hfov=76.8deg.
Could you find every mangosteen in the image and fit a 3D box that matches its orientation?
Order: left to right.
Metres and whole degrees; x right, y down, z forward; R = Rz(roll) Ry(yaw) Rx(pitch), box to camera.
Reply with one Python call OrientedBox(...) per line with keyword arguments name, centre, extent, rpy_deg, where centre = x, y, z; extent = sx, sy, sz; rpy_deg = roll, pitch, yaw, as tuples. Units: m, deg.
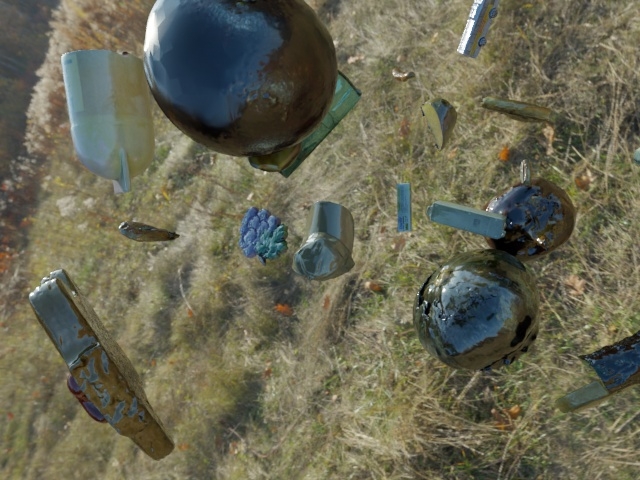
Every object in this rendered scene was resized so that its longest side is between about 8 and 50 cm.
OrientedBox(name="mangosteen", centre=(-0.130, -0.276, 0.687), extent=(0.330, 0.330, 0.330), rpy_deg=(-22, 59, 43))

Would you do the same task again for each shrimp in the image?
OrientedBox(name="shrimp", centre=(-0.552, -0.029, 1.315), extent=(0.042, 0.190, 0.101), rpy_deg=(-61, 39, 27))

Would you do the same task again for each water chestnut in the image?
OrientedBox(name="water chestnut", centre=(0.783, -0.064, 1.518), extent=(0.335, 0.335, 0.347), rpy_deg=(-52, 2, 23))

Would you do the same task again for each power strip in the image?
OrientedBox(name="power strip", centre=(0.498, -0.074, 1.380), extent=(0.272, 0.052, 0.078), rpy_deg=(20, 115, 33))

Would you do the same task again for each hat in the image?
OrientedBox(name="hat", centre=(0.000, 0.000, 1.043), extent=(0.166, 0.144, 0.173), rpy_deg=(8, 125, 21))

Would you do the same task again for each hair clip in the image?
OrientedBox(name="hair clip", centre=(-0.140, -0.009, 0.978), extent=(0.195, 0.052, 0.124), rpy_deg=(35, 94, 44))

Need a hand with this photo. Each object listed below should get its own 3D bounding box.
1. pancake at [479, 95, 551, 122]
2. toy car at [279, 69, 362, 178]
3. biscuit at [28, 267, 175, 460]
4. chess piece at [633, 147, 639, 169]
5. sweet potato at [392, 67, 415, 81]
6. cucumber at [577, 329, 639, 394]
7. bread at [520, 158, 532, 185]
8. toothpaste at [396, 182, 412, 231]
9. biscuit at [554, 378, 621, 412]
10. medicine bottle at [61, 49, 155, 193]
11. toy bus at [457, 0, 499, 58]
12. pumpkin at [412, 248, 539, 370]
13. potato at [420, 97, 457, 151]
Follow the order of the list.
OrientedBox(name="pancake", centre=(0.777, -0.522, 1.619), extent=(0.266, 0.244, 0.057), rpy_deg=(21, 107, 17))
OrientedBox(name="toy car", centre=(-0.037, -0.314, 1.096), extent=(0.320, 0.141, 0.097), rpy_deg=(-42, 27, 23))
OrientedBox(name="biscuit", centre=(-0.423, 0.214, 0.751), extent=(0.076, 0.368, 0.394), rpy_deg=(-34, 27, -26))
OrientedBox(name="chess piece", centre=(0.969, -0.156, 1.090), extent=(0.133, 0.243, 0.133), rpy_deg=(-35, 14, 10))
OrientedBox(name="sweet potato", centre=(0.290, -0.585, 1.433), extent=(0.044, 0.044, 0.179), rpy_deg=(-55, 27, 19))
OrientedBox(name="cucumber", centre=(0.588, 0.152, 0.662), extent=(0.303, 0.072, 0.081), rpy_deg=(-32, 59, 9))
OrientedBox(name="bread", centre=(0.713, -0.234, 1.398), extent=(0.036, 0.047, 0.083), rpy_deg=(-2, 78, 39))
OrientedBox(name="toothpaste", centre=(0.280, -0.112, 1.354), extent=(0.046, 0.034, 0.164), rpy_deg=(1, 99, 23))
OrientedBox(name="biscuit", centre=(0.872, 0.423, 1.193), extent=(0.343, 0.287, 0.057), rpy_deg=(-28, 58, 4))
OrientedBox(name="medicine bottle", centre=(-0.648, -0.351, 1.266), extent=(0.235, 0.235, 0.406), rpy_deg=(5, 102, 50))
OrientedBox(name="toy bus", centre=(0.528, -0.718, 1.355), extent=(0.064, 0.075, 0.191), rpy_deg=(-104, 21, -54))
OrientedBox(name="pumpkin", centre=(0.535, 0.232, 1.421), extent=(0.454, 0.344, 0.454), rpy_deg=(-40, 20, 18))
OrientedBox(name="potato", centre=(0.404, -0.389, 1.299), extent=(0.089, 0.100, 0.172), rpy_deg=(134, 121, -72))
